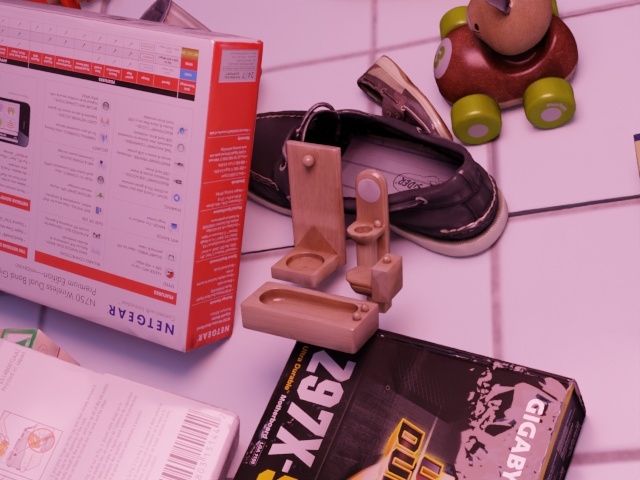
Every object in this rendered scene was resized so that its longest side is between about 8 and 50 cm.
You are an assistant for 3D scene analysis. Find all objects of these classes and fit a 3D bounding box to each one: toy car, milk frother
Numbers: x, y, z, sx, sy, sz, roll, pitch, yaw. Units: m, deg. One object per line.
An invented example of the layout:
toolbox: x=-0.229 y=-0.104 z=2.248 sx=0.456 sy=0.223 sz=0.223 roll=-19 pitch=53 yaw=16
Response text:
toy car: x=0.171 y=-0.218 z=1.104 sx=0.149 sy=0.188 sz=0.155 roll=-12 pitch=55 yaw=14
milk frother: x=-0.162 y=-0.169 z=1.240 sx=0.129 sy=0.134 sz=0.143 roll=-21 pitch=43 yaw=48

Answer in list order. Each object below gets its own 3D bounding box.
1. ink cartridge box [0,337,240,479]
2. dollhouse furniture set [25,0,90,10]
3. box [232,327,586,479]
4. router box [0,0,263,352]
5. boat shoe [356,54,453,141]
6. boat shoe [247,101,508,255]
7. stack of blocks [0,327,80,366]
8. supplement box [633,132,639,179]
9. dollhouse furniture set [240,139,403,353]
ink cartridge box: x=-0.240 y=0.250 z=0.968 sx=0.261 sy=0.066 sz=0.296 roll=17 pitch=56 yaw=6
dollhouse furniture set: x=-0.342 y=-0.291 z=1.334 sx=0.135 sy=0.262 sz=0.259 roll=-15 pitch=23 yaw=10
box: x=0.048 y=0.238 z=0.931 sx=0.257 sy=0.079 sz=0.322 roll=12 pitch=64 yaw=30
router box: x=-0.232 y=-0.078 z=1.136 sx=0.335 sy=0.082 sz=0.301 roll=15 pitch=106 yaw=29
boat shoe: x=0.088 y=-0.138 z=1.175 sx=0.049 sy=0.056 sz=0.152 roll=-37 pitch=43 yaw=2
boat shoe: x=0.022 y=-0.083 z=1.124 sx=0.340 sy=0.113 sz=0.127 roll=25 pitch=71 yaw=33
stack of blocks: x=-0.329 y=0.235 z=1.076 sx=0.171 sy=0.087 sz=0.297 roll=-1 pitch=59 yaw=21
supplement box: x=0.335 y=-0.057 z=1.017 sx=0.083 sy=0.056 sz=0.083 roll=-10 pitch=56 yaw=16
dollhouse furniture set: x=0.000 y=0.000 z=1.010 sx=0.144 sy=0.123 sz=0.151 roll=11 pitch=29 yaw=27
